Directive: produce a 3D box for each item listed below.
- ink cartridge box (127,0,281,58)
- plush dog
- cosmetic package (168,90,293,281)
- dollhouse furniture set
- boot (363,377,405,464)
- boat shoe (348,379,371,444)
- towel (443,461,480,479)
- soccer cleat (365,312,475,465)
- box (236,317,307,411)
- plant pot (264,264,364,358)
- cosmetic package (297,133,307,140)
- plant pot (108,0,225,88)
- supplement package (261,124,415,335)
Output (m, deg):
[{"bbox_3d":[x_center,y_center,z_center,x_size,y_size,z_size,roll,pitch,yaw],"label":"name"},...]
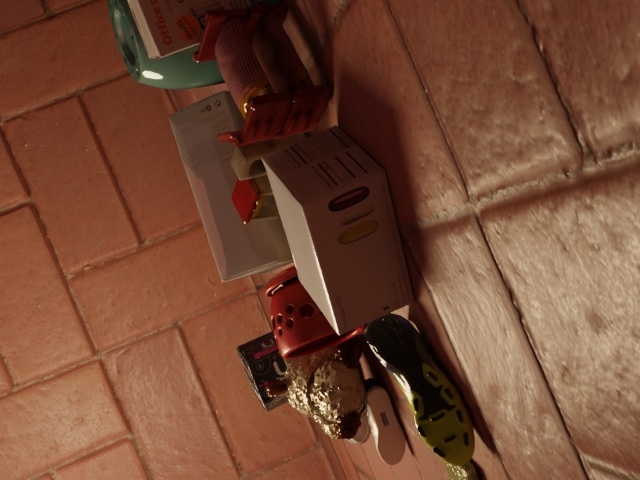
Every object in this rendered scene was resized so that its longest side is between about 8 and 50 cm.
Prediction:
[{"bbox_3d":[-0.216,-0.435,1.655,0.168,0.232,0.171,-148,36,-72],"label":"ink cartridge box"},{"bbox_3d":[0.016,0.328,2.137,0.225,0.210,0.262,-10,80,58],"label":"plush dog"},{"bbox_3d":[-0.156,-0.114,1.979,0.197,0.155,0.366,-7,-101,-65],"label":"cosmetic package"},{"bbox_3d":[-0.133,-0.207,1.662,0.201,0.152,0.374,62,149,24],"label":"dollhouse furniture set"},{"bbox_3d":[0.141,0.404,2.128,0.086,0.069,0.190,-127,24,-76],"label":"boot"},{"bbox_3d":[0.081,0.410,2.353,0.088,0.096,0.268,-124,23,-63],"label":"boat shoe"},{"bbox_3d":[0.256,0.424,1.684,0.148,0.027,0.110,-150,39,-74],"label":"towel"},{"bbox_3d":[0.180,0.243,1.594,0.289,0.093,0.121,58,-163,23],"label":"soccer cleat"},{"bbox_3d":[-0.067,0.301,2.407,0.142,0.247,0.163,69,169,-16],"label":"box"},{"bbox_3d":[-0.022,0.143,2.031,0.191,0.191,0.174,107,142,-74],"label":"plant pot"},{"bbox_3d":[-0.043,-0.127,1.819,0.060,0.099,0.239,87,157,-54],"label":"cosmetic package"},{"bbox_3d":[-0.278,-0.431,1.866,0.293,0.235,0.293,53,155,38],"label":"plant pot"},{"bbox_3d":[0.029,-0.018,1.564,0.204,0.145,0.262,-129,18,-56],"label":"supplement package"}]
